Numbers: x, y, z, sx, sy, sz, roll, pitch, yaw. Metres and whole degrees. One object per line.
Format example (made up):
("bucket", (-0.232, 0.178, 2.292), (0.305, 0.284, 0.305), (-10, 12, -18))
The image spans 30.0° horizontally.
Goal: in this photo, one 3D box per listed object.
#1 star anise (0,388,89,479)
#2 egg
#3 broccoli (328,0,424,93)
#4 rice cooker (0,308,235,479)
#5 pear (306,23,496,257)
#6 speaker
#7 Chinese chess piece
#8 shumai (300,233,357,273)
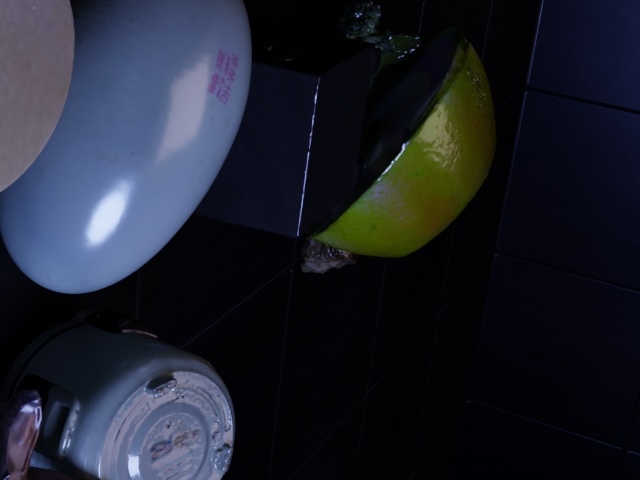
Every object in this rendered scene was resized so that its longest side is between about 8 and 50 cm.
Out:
("star anise", (-0.356, 0.292, 1.114), (0.349, 0.109, 0.292), (-18, 116, -23))
("egg", (-0.199, -0.124, 1.184), (0.371, 0.230, 0.230), (-70, 160, 0))
("broccoli", (0.084, -0.304, 1.908), (0.154, 0.160, 0.167), (-101, -174, -71))
("rice cooker", (-0.233, 0.200, 1.331), (0.226, 0.244, 0.226), (-11, 108, -39))
("pear", (0.150, -0.126, 1.874), (0.399, 0.165, 0.399), (-50, -166, 18))
("speaker", (-0.051, -0.163, 1.616), (0.254, 0.184, 0.232), (-44, 145, -61))
("Chinese chess piece", (-0.320, -0.153, 0.968), (0.273, 0.102, 0.273), (-34, 132, -48))
("shumai", (0.010, -0.002, 2.045), (0.105, 0.139, 0.123), (-29, 107, -22))
